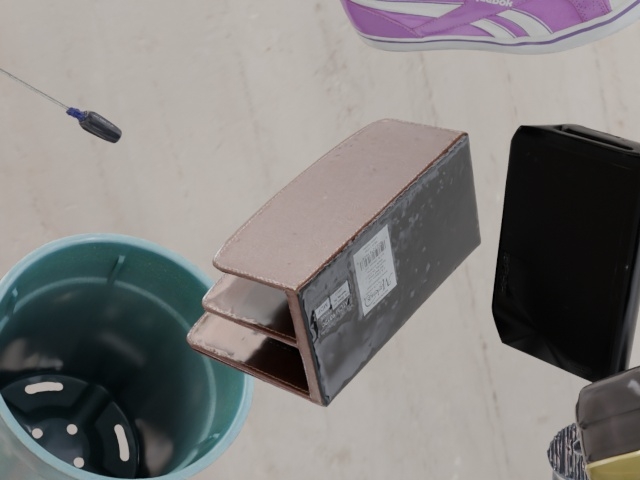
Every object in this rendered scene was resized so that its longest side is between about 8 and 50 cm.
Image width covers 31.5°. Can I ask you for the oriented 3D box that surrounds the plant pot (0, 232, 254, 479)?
[{"bbox_3d":[-0.309,0.218,1.495,0.341,0.341,0.334,37,139,-4],"label":"plant pot"}]

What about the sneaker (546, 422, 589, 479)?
[{"bbox_3d":[0.386,0.245,1.092,0.319,0.112,0.131,1,127,23],"label":"sneaker"}]

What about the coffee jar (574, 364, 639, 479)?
[{"bbox_3d":[0.171,0.138,0.467,0.096,0.079,0.184,-3,73,-32],"label":"coffee jar"}]

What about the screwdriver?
[{"bbox_3d":[-0.291,-0.149,1.252,0.024,0.170,0.025,-11,63,46],"label":"screwdriver"}]

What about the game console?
[{"bbox_3d":[0.298,0.041,0.912,0.361,0.044,0.213,22,120,38],"label":"game console"}]

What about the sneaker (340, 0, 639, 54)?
[{"bbox_3d":[0.143,-0.236,0.949,0.282,0.161,0.102,-5,60,15],"label":"sneaker"}]

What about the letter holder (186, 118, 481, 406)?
[{"bbox_3d":[0.000,0.000,1.227,0.214,0.302,0.152,17,135,36],"label":"letter holder"}]
